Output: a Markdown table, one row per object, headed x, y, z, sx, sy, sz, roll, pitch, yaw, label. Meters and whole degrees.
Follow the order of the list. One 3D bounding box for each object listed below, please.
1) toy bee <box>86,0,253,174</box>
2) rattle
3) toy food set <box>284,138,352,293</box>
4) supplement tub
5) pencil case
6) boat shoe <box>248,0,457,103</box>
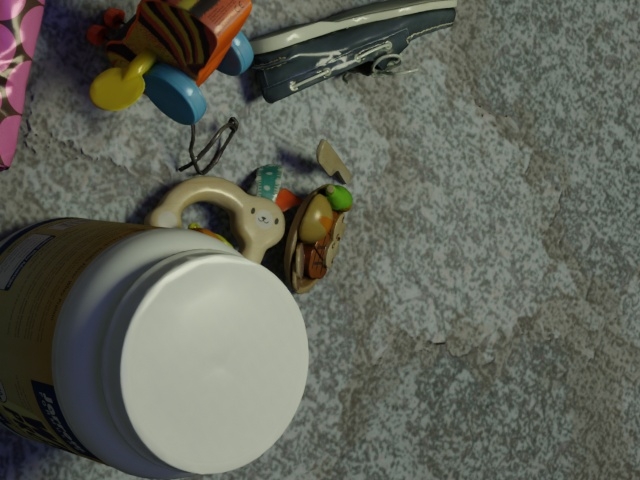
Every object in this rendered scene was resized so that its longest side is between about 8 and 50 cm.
| x | y | z | sx | sy | sz | roll | pitch | yaw | label |
| --- | --- | --- | --- | --- | --- | --- | --- | --- | --- |
| -0.161 | -0.181 | 1.740 | 0.162 | 0.298 | 0.195 | 36 | 45 | 8 | toy bee |
| -0.071 | -0.032 | 1.823 | 0.200 | 0.142 | 0.130 | -21 | 71 | -29 | rattle |
| 0.000 | 0.000 | 1.910 | 0.192 | 0.039 | 0.132 | -69 | 159 | -9 | toy food set |
| -0.177 | 0.097 | 1.659 | 0.228 | 0.316 | 0.228 | -3 | 95 | -34 | supplement tub |
| -0.321 | -0.170 | 1.681 | 0.098 | 0.095 | 0.209 | 12 | 84 | -19 | pencil case |
| 0.042 | -0.209 | 1.925 | 0.255 | 0.095 | 0.079 | -19 | 103 | -31 | boat shoe |
